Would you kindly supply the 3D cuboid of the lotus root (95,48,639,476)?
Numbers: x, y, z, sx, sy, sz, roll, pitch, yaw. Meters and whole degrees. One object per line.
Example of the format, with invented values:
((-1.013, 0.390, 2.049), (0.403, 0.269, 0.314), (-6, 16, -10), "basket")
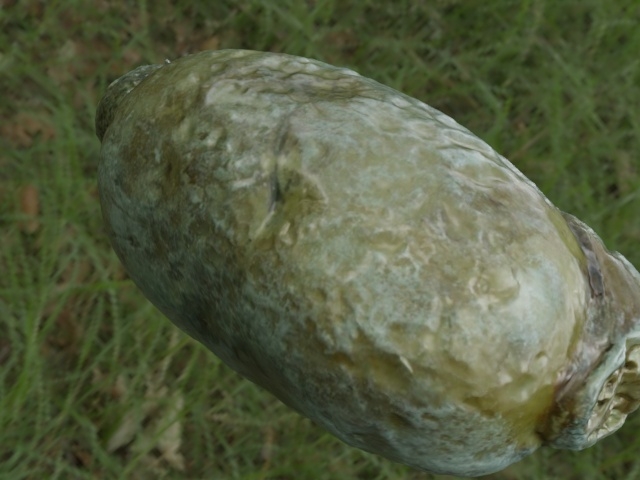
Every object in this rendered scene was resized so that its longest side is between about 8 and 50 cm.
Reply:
((-0.002, 0.001, 0.712), (0.349, 0.175, 0.175), (29, 30, 29), "lotus root")
